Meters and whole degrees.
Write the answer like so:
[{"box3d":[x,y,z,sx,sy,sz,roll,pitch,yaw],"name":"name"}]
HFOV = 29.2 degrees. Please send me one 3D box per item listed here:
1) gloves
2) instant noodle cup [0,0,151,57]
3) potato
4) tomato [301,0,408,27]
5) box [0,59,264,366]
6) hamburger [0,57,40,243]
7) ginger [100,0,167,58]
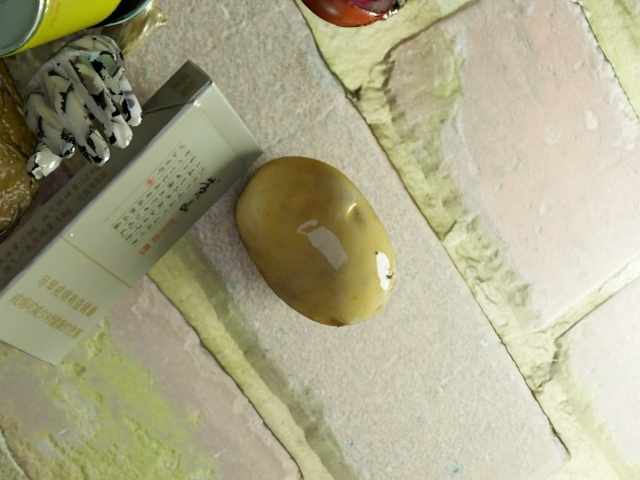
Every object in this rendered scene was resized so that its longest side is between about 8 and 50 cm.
[{"box3d":[-0.259,-0.146,1.290,0.128,0.212,0.111,-21,110,7],"name":"gloves"},{"box3d":[-0.292,-0.289,1.241,0.216,0.236,0.215,8,117,16],"name":"instant noodle cup"},{"box3d":[0.000,0.000,1.506,0.234,0.146,0.150,52,55,-21],"name":"potato"},{"box3d":[0.022,-0.327,1.454,0.173,0.099,0.189,55,42,-7],"name":"tomato"},{"box3d":[-0.230,-0.022,1.396,0.365,0.051,0.204,-45,156,-4],"name":"box"},{"box3d":[-0.451,-0.098,1.309,0.319,0.158,0.318,-4,103,-18],"name":"hamburger"},{"box3d":[-0.214,-0.367,1.373,0.148,0.081,0.333,-9,107,-33],"name":"ginger"}]
